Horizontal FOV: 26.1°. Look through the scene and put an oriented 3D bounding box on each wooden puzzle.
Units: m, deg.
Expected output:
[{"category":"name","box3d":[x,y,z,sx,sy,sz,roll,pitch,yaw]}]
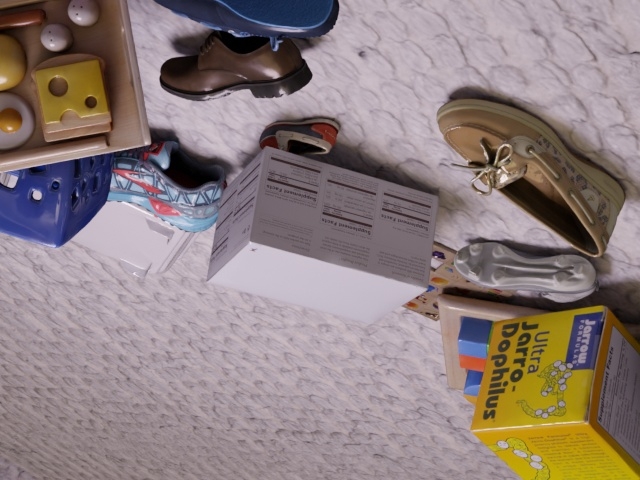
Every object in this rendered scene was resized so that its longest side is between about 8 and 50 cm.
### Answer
[{"category":"wooden puzzle","box3d":[0.351,0.210,2.223,0.322,0.080,0.348,8,152,15]}]

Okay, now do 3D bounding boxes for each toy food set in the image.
[{"category":"toy food set","box3d":[-0.368,-0.196,1.664,0.306,0.220,0.092,-10,-176,4]}]

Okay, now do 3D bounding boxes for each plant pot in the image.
[{"category":"plant pot","box3d":[-0.398,-0.146,1.837,0.236,0.236,0.212,18,110,3]}]

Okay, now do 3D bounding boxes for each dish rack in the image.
[{"category":"dish rack","box3d":[-0.360,-0.046,2.219,0.333,0.072,0.285,25,154,-10]}]

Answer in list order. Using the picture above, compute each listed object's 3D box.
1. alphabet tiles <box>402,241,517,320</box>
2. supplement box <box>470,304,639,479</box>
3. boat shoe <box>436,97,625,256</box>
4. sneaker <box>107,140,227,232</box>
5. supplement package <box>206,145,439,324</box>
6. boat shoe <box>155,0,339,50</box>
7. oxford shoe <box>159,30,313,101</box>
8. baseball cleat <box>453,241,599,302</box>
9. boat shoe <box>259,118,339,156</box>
[{"category":"alphabet tiles","box3d":[0.179,0.067,2.154,0.198,0.009,0.237,24,154,-11]},{"category":"supplement box","box3d":[0.410,0.279,2.052,0.195,0.194,0.356,-12,138,38]},{"category":"boat shoe","box3d":[0.263,-0.081,1.721,0.285,0.089,0.104,28,153,-18]},{"category":"sneaker","box3d":[-0.255,-0.115,2.018,0.262,0.104,0.125,20,137,-13]},{"category":"supplement package","box3d":[0.000,0.000,1.932,0.262,0.145,0.204,16,157,-17]},{"category":"boat shoe","box3d":[-0.084,-0.282,1.577,0.258,0.109,0.089,24,166,28]},{"category":"oxford shoe","box3d":[-0.118,-0.230,1.717,0.227,0.083,0.096,-2,128,36]},{"category":"baseball cleat","box3d":[0.297,0.055,1.986,0.206,0.072,0.109,10,159,26]},{"category":"boat shoe","box3d":[-0.033,-0.133,1.868,0.137,0.043,0.049,-4,148,41]}]
